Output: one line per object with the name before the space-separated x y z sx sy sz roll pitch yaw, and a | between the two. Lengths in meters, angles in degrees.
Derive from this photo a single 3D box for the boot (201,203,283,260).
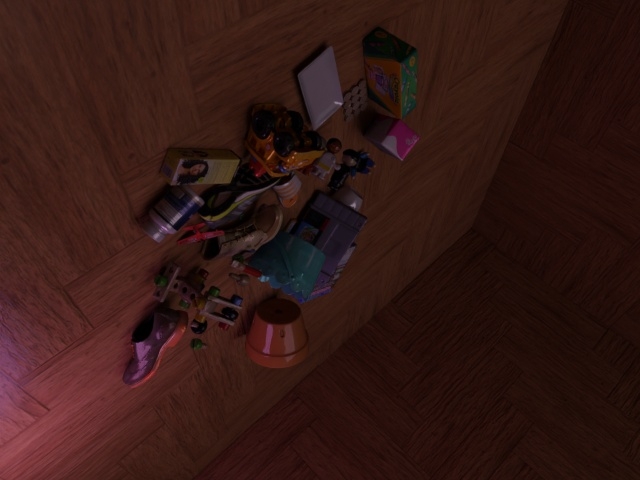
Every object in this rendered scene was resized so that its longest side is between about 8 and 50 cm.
boot | -0.262 -0.024 1.762 0.262 0.095 0.204 -41 161 29

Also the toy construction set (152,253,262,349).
toy construction set | -0.371 0.145 1.655 0.309 0.257 0.237 -37 147 13

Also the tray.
tray | -0.002 -0.475 1.649 0.145 0.030 0.270 -44 156 -10

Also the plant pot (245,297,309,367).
plant pot | -0.188 0.395 2.349 0.291 0.291 0.203 -25 130 -43

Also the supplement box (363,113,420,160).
supplement box | 0.262 -0.390 1.977 0.111 0.114 0.220 -52 -160 7

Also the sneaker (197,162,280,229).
sneaker | -0.254 -0.142 1.648 0.300 0.111 0.121 -33 162 -21

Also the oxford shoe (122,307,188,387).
oxford shoe | -0.599 0.359 1.800 0.133 0.130 0.363 25 111 -35

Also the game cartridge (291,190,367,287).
game cartridge | 0.000 0.000 2.134 0.355 0.230 0.068 -58 -167 19

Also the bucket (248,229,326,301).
bucket | -0.126 0.089 1.967 0.183 0.281 0.281 -64 159 -13

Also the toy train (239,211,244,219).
toy train | -0.264 -0.104 1.757 0.017 0.024 0.083 -30 150 -36

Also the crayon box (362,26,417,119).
crayon box | 0.237 -0.555 1.771 0.081 0.165 0.278 -44 155 -12

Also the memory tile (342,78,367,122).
memory tile | 0.121 -0.490 1.859 0.113 0.012 0.148 -43 156 -14

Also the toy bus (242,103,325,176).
toy bus | -0.125 -0.260 1.541 0.150 0.220 0.211 -14 144 -49

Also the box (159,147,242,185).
box | -0.326 -0.204 1.462 0.232 0.058 0.087 -13 138 -54

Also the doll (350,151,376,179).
doll | 0.163 -0.307 2.160 0.129 0.046 0.189 -56 156 13

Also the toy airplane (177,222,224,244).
toy airplane | -0.378 -0.021 1.625 0.151 0.028 0.151 -14 166 -3

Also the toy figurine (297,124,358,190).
toy figurine | -0.001 -0.279 1.725 0.148 0.213 0.209 -60 153 1

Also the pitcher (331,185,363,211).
pitcher | 0.080 -0.132 2.213 0.207 0.125 0.178 -45 179 16

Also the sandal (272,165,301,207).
sandal | -0.106 -0.181 1.848 0.102 0.076 0.265 -45 156 -10

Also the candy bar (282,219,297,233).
candy bar | -0.145 -0.021 2.091 0.161 0.018 0.040 -54 156 12

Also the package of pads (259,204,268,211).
package of pads | -0.180 -0.082 1.861 0.032 0.083 0.050 -33 160 16

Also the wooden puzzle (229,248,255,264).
wooden puzzle | -0.268 0.055 1.803 0.116 0.014 0.078 -29 172 15

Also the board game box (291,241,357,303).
board game box | -0.008 0.109 2.365 0.232 0.141 0.290 -14 138 -53

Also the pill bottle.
pill bottle | -0.411 -0.078 1.458 0.169 0.094 0.094 -46 156 -6
